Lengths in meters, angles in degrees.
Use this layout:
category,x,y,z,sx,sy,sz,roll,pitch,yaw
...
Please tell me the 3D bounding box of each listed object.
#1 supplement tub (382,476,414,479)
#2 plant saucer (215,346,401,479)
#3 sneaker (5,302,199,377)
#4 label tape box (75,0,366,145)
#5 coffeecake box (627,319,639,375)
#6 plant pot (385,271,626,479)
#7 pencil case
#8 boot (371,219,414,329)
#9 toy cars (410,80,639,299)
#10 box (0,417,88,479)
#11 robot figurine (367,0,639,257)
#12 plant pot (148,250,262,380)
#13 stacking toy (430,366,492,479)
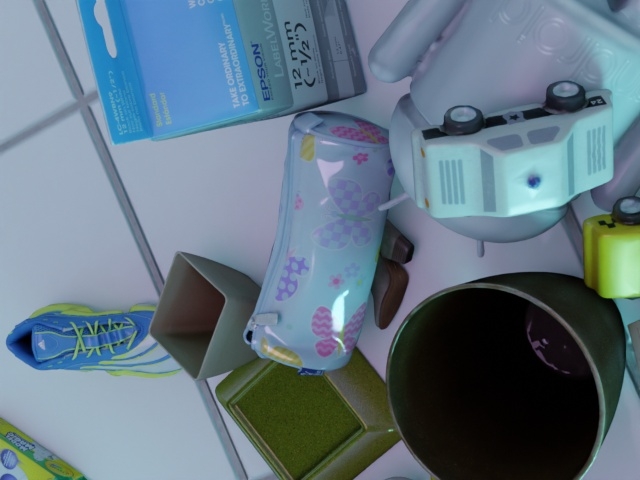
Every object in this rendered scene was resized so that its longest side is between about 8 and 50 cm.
category,x,y,z,sx,sy,sz,roll,pitch,yaw
supplement tub,0.047,0.365,1.602,0.199,0.144,0.144,-39,81,26
plant saucer,-0.019,0.194,1.661,0.188,0.045,0.188,-44,79,25
sneaker,-0.266,0.127,1.726,0.240,0.126,0.091,0,99,27
label tape box,-0.099,-0.240,1.453,0.115,0.347,0.249,-12,94,27
coffeecake box,0.402,0.119,1.390,0.185,0.068,0.142,-26,56,29
plant pot,0.210,0.117,1.424,0.215,0.230,0.215,8,107,28
pencil case,0.000,0.000,1.537,0.124,0.113,0.273,8,110,-15
boot,0.053,0.028,1.602,0.087,0.042,0.119,26,109,27
toy cars,0.262,-0.027,1.321,0.176,0.393,0.087,-54,30,22
box,-0.377,0.312,1.863,0.179,0.043,0.105,29,111,18
robot figurine,0.198,-0.143,1.405,0.300,0.200,0.353,29,113,-8
plant pot,-0.113,0.084,1.649,0.109,0.096,0.109,39,117,42
stacking toy,0.170,0.263,1.506,0.141,0.141,0.330,-18,70,28
